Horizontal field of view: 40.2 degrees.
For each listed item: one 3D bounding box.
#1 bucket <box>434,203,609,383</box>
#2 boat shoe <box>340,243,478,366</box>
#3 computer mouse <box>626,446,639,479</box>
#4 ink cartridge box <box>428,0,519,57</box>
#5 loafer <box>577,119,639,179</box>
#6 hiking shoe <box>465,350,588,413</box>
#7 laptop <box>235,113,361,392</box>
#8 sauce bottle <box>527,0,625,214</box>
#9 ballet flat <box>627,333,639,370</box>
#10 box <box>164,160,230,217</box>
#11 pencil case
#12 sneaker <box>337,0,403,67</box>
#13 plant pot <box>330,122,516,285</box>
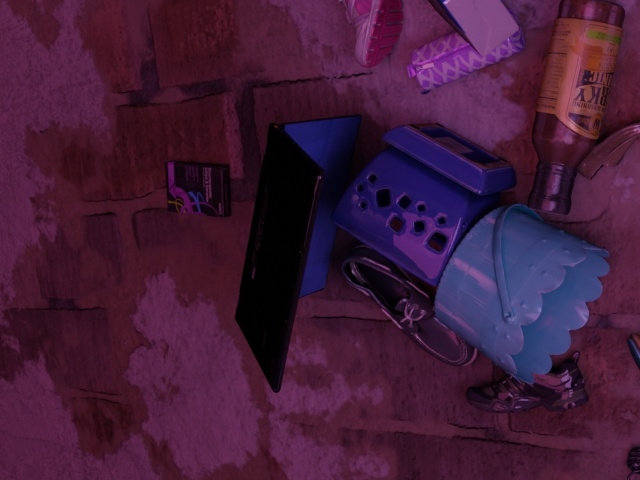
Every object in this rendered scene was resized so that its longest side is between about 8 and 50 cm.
[{"bbox_3d":[0.337,0.084,1.475,0.183,0.281,0.281,34,117,30],"label":"bucket"},{"bbox_3d":[0.164,0.132,1.690,0.319,0.099,0.116,45,120,14],"label":"boat shoe"},{"bbox_3d":[0.599,0.514,1.544,0.188,0.072,0.272,23,101,27],"label":"computer mouse"},{"bbox_3d":[0.222,-0.415,1.454,0.078,0.134,0.231,-39,38,11],"label":"ink cartridge box"},{"bbox_3d":[0.487,-0.150,1.452,0.148,0.056,0.050,-36,83,43],"label":"loafer"},{"bbox_3d":[0.375,0.257,1.615,0.227,0.086,0.114,-8,84,27],"label":"hiking shoe"},{"bbox_3d":[0.000,0.000,1.553,0.408,0.236,0.382,-129,46,-60],"label":"laptop"},{"bbox_3d":[0.408,-0.214,1.425,0.111,0.111,0.344,15,102,28],"label":"sauce bottle"},{"bbox_3d":[0.595,0.255,1.486,0.073,0.080,0.232,-23,93,6],"label":"ballet flat"},{"bbox_3d":[-0.272,-0.115,1.937,0.162,0.029,0.116,6,105,29],"label":"box"},{"bbox_3d":[0.252,-0.332,1.528,0.206,0.088,0.086,-20,82,32],"label":"pencil case"},{"bbox_3d":[0.084,-0.446,1.603,0.111,0.103,0.252,12,101,33],"label":"sneaker"},{"bbox_3d":[0.197,-0.078,1.544,0.236,0.236,0.212,34,112,21],"label":"plant pot"}]
